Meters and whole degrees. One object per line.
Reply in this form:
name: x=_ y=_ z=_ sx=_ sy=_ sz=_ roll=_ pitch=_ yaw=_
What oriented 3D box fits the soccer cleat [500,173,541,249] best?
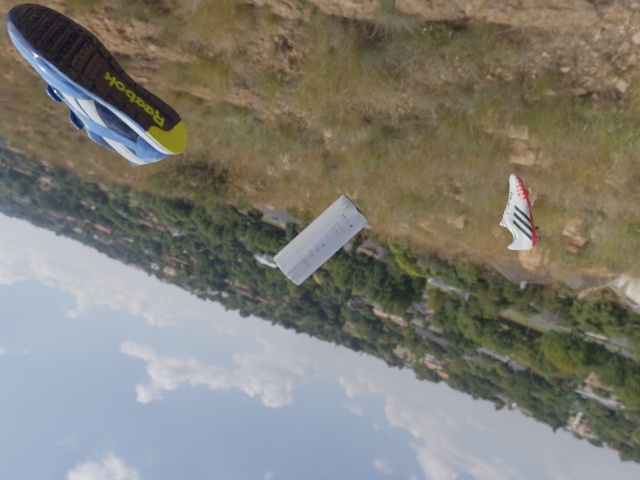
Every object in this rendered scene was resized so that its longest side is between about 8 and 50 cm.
soccer cleat: x=0.209 y=-0.030 z=0.487 sx=0.036 sy=0.083 sz=0.029 roll=-12 pitch=175 yaw=13

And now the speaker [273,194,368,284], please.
speaker: x=0.000 y=0.000 z=0.638 sx=0.055 sy=0.136 sz=0.055 roll=47 pitch=-177 yaw=-3

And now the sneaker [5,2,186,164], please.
sneaker: x=-0.175 y=-0.109 z=0.350 sx=0.059 sy=0.053 sz=0.144 roll=-18 pitch=133 yaw=32
